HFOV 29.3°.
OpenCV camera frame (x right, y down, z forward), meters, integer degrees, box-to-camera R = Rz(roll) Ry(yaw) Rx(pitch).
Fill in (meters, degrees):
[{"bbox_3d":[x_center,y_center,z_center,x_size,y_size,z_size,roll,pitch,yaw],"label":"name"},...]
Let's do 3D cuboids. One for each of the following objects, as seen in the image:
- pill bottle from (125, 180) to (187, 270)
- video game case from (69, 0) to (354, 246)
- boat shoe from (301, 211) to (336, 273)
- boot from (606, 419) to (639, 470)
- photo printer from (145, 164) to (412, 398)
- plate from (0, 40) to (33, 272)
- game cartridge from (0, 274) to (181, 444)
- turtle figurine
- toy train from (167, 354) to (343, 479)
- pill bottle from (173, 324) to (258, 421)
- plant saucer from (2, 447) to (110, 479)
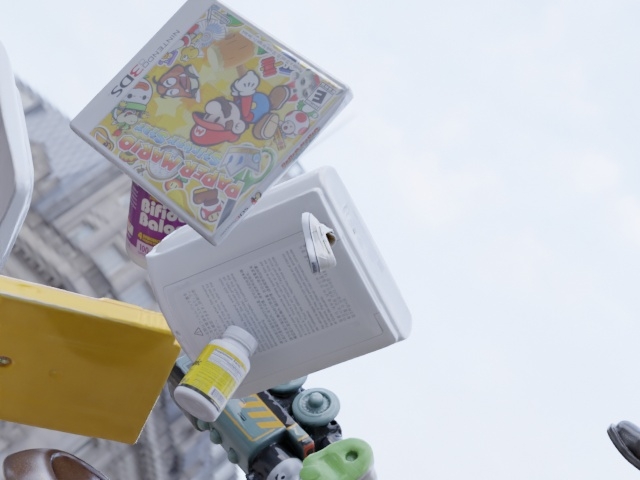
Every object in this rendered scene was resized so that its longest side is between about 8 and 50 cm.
[{"bbox_3d":[-0.253,-0.101,2.189,0.169,0.169,0.301,31,-56,34],"label":"pill bottle"},{"bbox_3d":[-0.114,-0.132,1.241,0.227,0.206,0.026,37,-10,27],"label":"video game case"},{"bbox_3d":[0.000,0.000,1.363,0.100,0.035,0.035,-103,-177,-58],"label":"boat shoe"},{"bbox_3d":[0.514,0.224,1.535,0.263,0.229,0.091,31,3,41],"label":"boot"},{"bbox_3d":[-0.067,0.067,1.624,0.308,0.107,0.256,-23,-75,23],"label":"photo printer"},{"bbox_3d":[-0.402,-0.061,1.460,0.277,0.045,0.278,-58,-142,35],"label":"plate"},{"bbox_3d":[-0.392,0.180,1.824,0.324,0.052,0.285,14,-48,-18],"label":"game cartridge"},{"bbox_3d":[0.020,0.326,1.137,0.275,0.197,0.266,-1,-43,11],"label":"turtle figurine"},{"bbox_3d":[-0.101,0.272,1.962,0.334,0.190,0.142,42,-31,39],"label":"toy train"},{"bbox_3d":[-0.129,0.167,1.551,0.065,0.116,0.065,27,-29,16],"label":"pill bottle"},{"bbox_3d":[-0.298,0.384,1.660,0.310,0.050,0.310,45,-1,1],"label":"plant saucer"}]
